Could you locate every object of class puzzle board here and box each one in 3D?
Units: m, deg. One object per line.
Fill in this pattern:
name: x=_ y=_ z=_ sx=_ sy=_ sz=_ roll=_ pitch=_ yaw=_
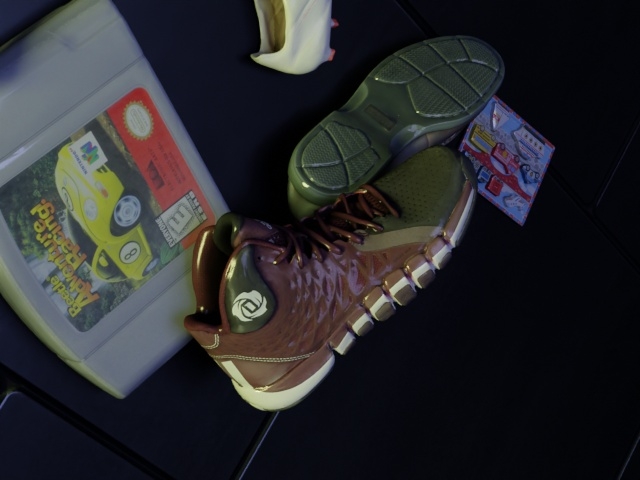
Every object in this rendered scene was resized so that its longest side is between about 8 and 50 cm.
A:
puzzle board: x=0.192 y=-0.086 z=1.401 sx=0.128 sy=0.011 sz=0.096 roll=34 pitch=75 yaw=-38

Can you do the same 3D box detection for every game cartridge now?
game cartridge: x=-0.181 y=-0.025 z=1.082 sx=0.196 sy=0.060 sz=0.294 roll=-40 pitch=119 yaw=-23

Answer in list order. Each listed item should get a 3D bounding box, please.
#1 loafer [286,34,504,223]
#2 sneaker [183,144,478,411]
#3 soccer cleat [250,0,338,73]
loafer: x=0.064 y=-0.104 z=1.263 sx=0.267 sy=0.084 sz=0.096 roll=-36 pitch=75 yaw=-31
sneaker: x=0.000 y=0.000 z=1.110 sx=0.281 sy=0.106 sz=0.162 roll=-49 pitch=127 yaw=-5
soccer cleat: x=-0.019 y=-0.243 z=1.173 sx=0.076 sy=0.068 sz=0.196 roll=-1 pitch=100 yaw=-36
